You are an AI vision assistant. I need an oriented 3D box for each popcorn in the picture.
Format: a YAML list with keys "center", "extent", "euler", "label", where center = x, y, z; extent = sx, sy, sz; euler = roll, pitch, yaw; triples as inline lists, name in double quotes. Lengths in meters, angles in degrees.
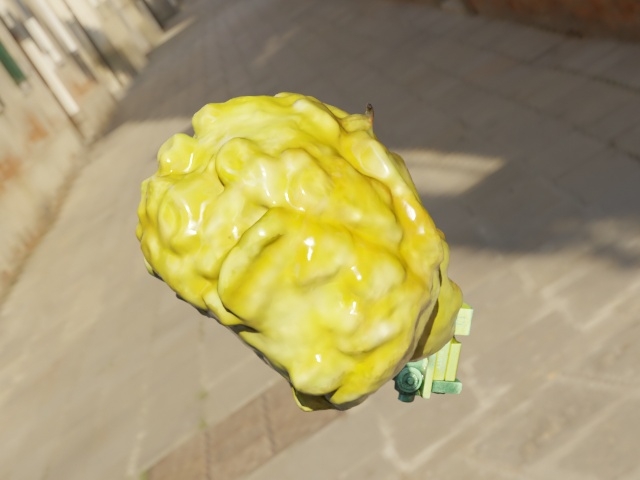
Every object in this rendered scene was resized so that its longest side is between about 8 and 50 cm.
- center: [0.000, 0.000, 1.041]
  extent: [0.192, 0.266, 0.233]
  euler: [-57, 41, 11]
  label: "popcorn"

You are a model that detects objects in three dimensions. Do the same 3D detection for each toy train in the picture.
- center: [0.114, 0.112, 1.592]
  extent: [0.081, 0.122, 0.050]
  euler: [4, 12, -18]
  label: "toy train"
